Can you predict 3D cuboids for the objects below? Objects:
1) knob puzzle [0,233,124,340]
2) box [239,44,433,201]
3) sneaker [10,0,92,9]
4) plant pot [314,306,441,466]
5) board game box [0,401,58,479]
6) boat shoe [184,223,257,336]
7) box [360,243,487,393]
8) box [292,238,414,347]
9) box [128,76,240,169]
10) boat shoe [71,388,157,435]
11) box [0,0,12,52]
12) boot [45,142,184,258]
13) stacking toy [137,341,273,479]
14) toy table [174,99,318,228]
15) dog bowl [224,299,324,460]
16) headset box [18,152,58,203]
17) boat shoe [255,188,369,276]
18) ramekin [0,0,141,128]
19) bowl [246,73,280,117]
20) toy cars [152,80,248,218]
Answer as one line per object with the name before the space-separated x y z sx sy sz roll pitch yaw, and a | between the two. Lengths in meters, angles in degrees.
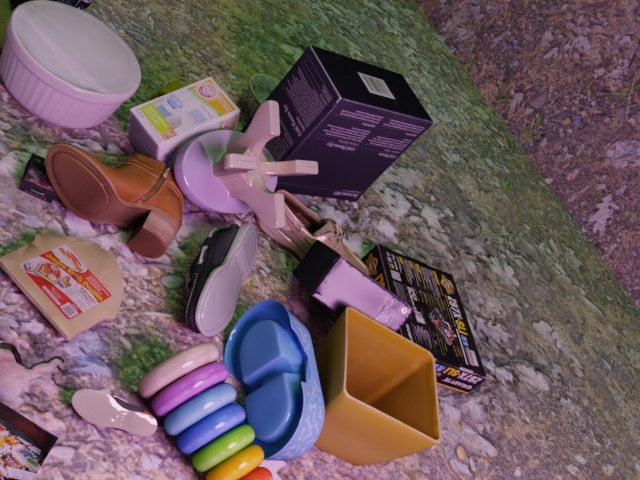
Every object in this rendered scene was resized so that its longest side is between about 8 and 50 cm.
knob puzzle | -0.412 0.066 1.328 0.213 0.030 0.213 28 35 -22
box | 0.034 -0.270 1.942 0.343 0.312 0.178 5 49 -46
sneaker | -0.581 -0.586 1.796 0.147 0.129 0.330 31 34 -16
plant pot | 0.074 0.290 1.462 0.212 0.187 0.212 31 34 -20
board game box | -0.488 0.243 1.045 0.260 0.030 0.136 37 35 -11
boat shoe | -0.202 0.072 1.503 0.302 0.091 0.114 -64 149 -58
box | 0.236 0.180 1.872 0.257 0.079 0.321 23 38 -33
box | 0.058 0.101 1.631 0.184 0.103 0.261 39 -1 -12
box | -0.285 -0.241 1.672 0.203 0.103 0.114 -29 70 -29
boat shoe | -0.313 0.258 1.208 0.137 0.049 0.043 26 -6 -22
box | -0.693 -0.439 1.604 0.164 0.021 0.201 46 32 3
boot | -0.368 -0.118 1.499 0.283 0.109 0.220 38 30 -22
stacking toy | -0.148 0.329 1.235 0.141 0.141 0.330 -15 70 -54
toy table | -0.141 -0.147 1.621 0.274 0.161 0.252 -20 103 -49
dog bowl | -0.078 0.246 1.381 0.074 0.166 0.297 33 32 -39
headset box | -0.499 -0.109 1.429 0.062 0.032 0.083 25 38 -27
boat shoe | 0.000 0.000 1.794 0.302 0.098 0.109 37 33 -11
ramekin | -0.509 -0.342 1.597 0.273 0.127 0.272 29 35 -23
bowl | -0.131 -0.341 2.057 0.170 0.080 0.170 28 35 -22
toy cars | -0.245 -0.225 1.791 0.177 0.087 0.393 7 48 -44
